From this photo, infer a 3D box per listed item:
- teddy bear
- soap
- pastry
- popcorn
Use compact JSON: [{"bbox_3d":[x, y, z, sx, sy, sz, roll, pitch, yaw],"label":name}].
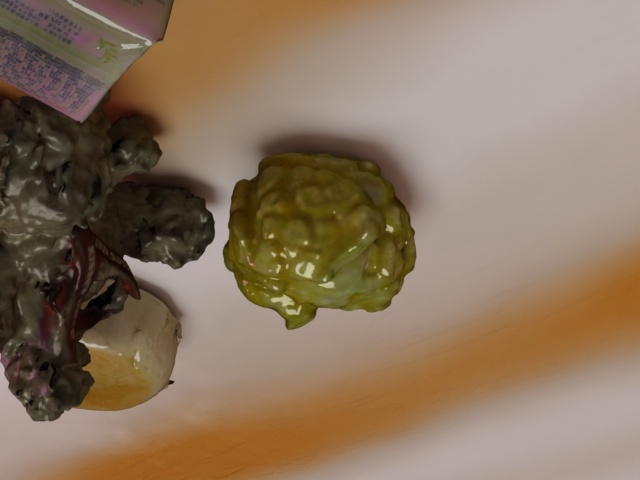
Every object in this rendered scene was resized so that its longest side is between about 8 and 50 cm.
[{"bbox_3d":[-0.303,-0.016,1.548,0.224,0.357,0.367,32,156,17],"label":"teddy bear"},{"bbox_3d":[-0.269,-0.244,1.351,0.199,0.138,0.182,27,142,-23],"label":"soap"},{"bbox_3d":[-0.330,0.152,1.971,0.264,0.133,0.265,6,147,4],"label":"pastry"},{"bbox_3d":[0.000,0.000,1.604,0.256,0.195,0.255,12,158,-38],"label":"popcorn"}]
